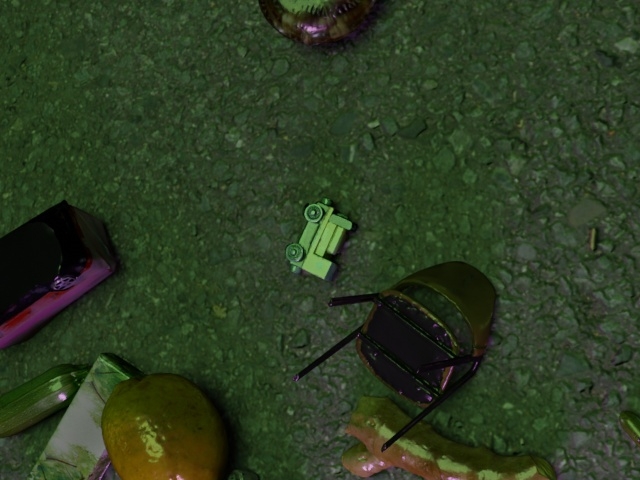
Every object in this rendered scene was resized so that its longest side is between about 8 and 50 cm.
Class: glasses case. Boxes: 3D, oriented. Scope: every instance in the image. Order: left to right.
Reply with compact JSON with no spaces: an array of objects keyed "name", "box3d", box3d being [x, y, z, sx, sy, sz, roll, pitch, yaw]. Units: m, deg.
[{"name":"glasses case","box3d":[-0.362,0.312,1.691,0.095,0.062,0.272,33,96,16]}]

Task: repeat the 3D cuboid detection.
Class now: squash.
[{"name":"squash","box3d":[-0.453,0.255,1.732,0.219,0.077,0.068,-28,80,15]},{"name":"squash","box3d":[0.411,0.250,1.385,0.027,0.027,0.083,-46,66,10]}]

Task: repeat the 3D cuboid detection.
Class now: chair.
[{"name":"chair","box3d":[0.119,0.135,1.456,0.159,0.247,0.172,36,120,24]}]

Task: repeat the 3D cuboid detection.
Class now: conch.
[{"name":"conch","box3d":[0.000,-0.374,1.619,0.181,0.124,0.187,27,69,34]}]

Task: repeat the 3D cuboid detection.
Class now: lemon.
[{"name":"lemon","box3d":[-0.224,0.284,1.577,0.170,0.170,0.207,-33,74,15]}]

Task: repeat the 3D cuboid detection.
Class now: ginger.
[{"name":"ginger","box3d":[0.168,0.289,1.463,0.299,0.065,0.117,11,99,26]}]

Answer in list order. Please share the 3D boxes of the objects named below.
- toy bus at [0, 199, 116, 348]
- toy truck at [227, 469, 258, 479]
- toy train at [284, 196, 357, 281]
[{"name":"toy bus","box3d":[-0.472,0.068,1.730,0.303,0.147,0.127,-35,70,17]},{"name":"toy truck","box3d":[-0.127,0.442,1.533,0.177,0.161,0.213,32,96,44]},{"name":"toy train","box3d":[0.000,0.000,1.593,0.081,0.050,0.122,26,92,20]}]
